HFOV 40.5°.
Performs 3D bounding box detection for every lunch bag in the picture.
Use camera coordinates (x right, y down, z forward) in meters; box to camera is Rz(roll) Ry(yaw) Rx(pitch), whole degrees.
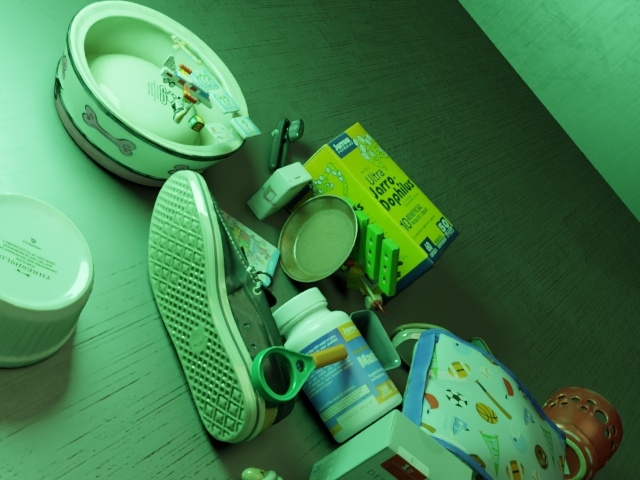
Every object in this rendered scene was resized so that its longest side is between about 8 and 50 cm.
[{"bbox_3d":[0.285,0.400,1.682,0.385,0.238,0.328,51,31,-20],"label":"lunch bag"}]

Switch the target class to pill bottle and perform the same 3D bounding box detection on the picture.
[{"bbox_3d":[0.022,0.231,1.651,0.152,0.152,0.272,-18,71,-53],"label":"pill bottle"}]

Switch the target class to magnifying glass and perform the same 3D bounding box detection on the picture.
[{"bbox_3d":[-0.031,0.214,1.484,0.231,0.026,0.092,-9,78,-52],"label":"magnifying glass"}]

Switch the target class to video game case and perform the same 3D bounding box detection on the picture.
[{"bbox_3d":[-0.163,0.015,1.785,0.166,0.015,0.119,36,36,-16],"label":"video game case"}]

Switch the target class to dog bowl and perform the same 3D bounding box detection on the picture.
[{"bbox_3d":[-0.352,-0.285,1.761,0.408,0.150,0.408,28,38,-25],"label":"dog bowl"}]

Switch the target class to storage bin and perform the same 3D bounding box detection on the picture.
[{"bbox_3d":[0.089,0.224,1.783,0.098,0.091,0.135,-7,62,-49],"label":"storage bin"}]

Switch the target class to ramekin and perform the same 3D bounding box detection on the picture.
[{"bbox_3d":[-0.472,0.047,1.327,0.272,0.127,0.273,28,39,-26],"label":"ramekin"}]

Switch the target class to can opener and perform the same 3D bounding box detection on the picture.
[{"bbox_3d":[-0.093,-0.227,2.060,0.059,0.073,0.186,40,44,-24],"label":"can opener"}]

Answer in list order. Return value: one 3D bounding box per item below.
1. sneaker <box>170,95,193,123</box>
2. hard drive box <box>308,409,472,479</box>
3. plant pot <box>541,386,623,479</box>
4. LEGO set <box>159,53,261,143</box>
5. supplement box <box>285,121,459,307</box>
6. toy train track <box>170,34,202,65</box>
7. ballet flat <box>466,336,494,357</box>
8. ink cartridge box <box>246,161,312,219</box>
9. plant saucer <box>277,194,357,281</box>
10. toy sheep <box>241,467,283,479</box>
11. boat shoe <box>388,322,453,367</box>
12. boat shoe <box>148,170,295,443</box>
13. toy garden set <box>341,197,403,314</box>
[{"bbox_3d":[-0.272,-0.250,1.657,0.037,0.032,0.083,33,27,-10],"label":"sneaker"},{"bbox_3d":[0.113,0.420,1.494,0.181,0.232,0.089,39,35,-10],"label":"hard drive box"},{"bbox_3d":[0.576,0.457,1.989,0.191,0.191,0.174,51,39,5],"label":"plant pot"},{"bbox_3d":[-0.211,-0.273,1.686,0.182,0.060,0.244,50,22,4],"label":"LEGO set"},{"bbox_3d":[0.110,-0.059,1.990,0.356,0.195,0.194,47,35,0],"label":"supplement box"},{"bbox_3d":[-0.277,-0.398,1.808,0.083,0.014,0.048,45,35,-4],"label":"toy train track"},{"bbox_3d":[0.409,0.325,2.050,0.213,0.072,0.068,63,7,18],"label":"ballet flat"},{"bbox_3d":[-0.089,-0.109,1.889,0.052,0.122,0.088,52,35,7],"label":"ink cartridge box"},{"bbox_3d":[0.000,0.000,1.829,0.036,0.198,0.199,36,32,-50],"label":"plant saucer"},{"bbox_3d":[-0.086,0.426,1.410,0.132,0.091,0.091,60,34,-6],"label":"toy sheep"},{"bbox_3d":[0.279,0.282,1.909,0.302,0.113,0.103,29,33,-26],"label":"boat shoe"},{"bbox_3d":[-0.175,0.109,1.542,0.156,0.186,0.500,0,62,-48],"label":"boat shoe"},{"bbox_3d":[0.107,0.048,1.822,0.049,0.204,0.244,-9,31,-22],"label":"toy garden set"}]
